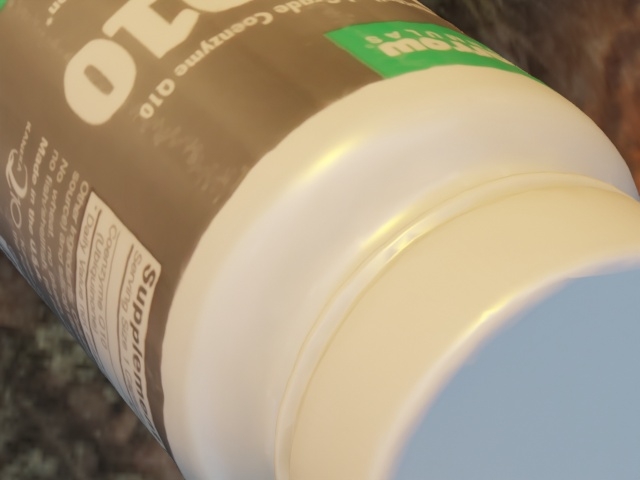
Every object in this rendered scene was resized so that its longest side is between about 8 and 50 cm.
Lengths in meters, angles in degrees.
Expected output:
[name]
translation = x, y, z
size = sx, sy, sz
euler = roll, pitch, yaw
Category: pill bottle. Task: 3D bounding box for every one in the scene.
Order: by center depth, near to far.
[pill bottle]
translation = 0.000, 0.000, 0.772
size = 0.204, 0.361, 0.204
euler = -16, 124, -25
